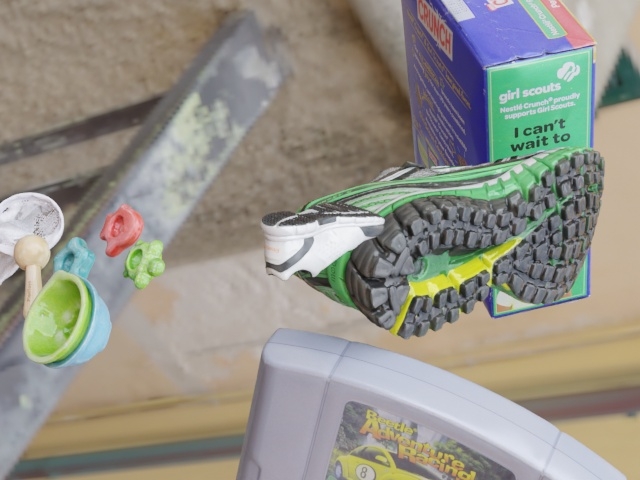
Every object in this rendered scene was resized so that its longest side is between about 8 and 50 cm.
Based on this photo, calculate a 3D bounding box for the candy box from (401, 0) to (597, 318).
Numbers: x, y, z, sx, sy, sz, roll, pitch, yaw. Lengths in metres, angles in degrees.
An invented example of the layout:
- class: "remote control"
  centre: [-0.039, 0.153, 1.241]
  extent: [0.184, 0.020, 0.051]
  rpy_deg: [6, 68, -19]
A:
- class: "candy box"
  centre: [0.180, -0.127, 1.655]
  extent: [0.268, 0.122, 0.317]
  rpy_deg: [-114, -168, -50]

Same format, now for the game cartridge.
- class: "game cartridge"
  centre: [0.079, 0.183, 1.248]
  extent: [0.060, 0.294, 0.196]
  rpy_deg: [-55, 163, -49]

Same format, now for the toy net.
- class: "toy net"
  centre: [-0.201, 0.006, 1.200]
  extent: [0.045, 0.232, 0.122]
  rpy_deg: [27, 97, -39]

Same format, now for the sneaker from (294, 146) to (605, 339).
- class: "sneaker"
  centre: [0.114, -0.022, 1.319]
  extent: [0.343, 0.146, 0.134]
  rpy_deg: [-9, 115, -45]

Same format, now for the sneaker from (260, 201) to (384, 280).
- class: "sneaker"
  centre: [0.000, 0.000, 1.085]
  extent: [0.109, 0.040, 0.044]
  rpy_deg: [-10, 110, -42]
